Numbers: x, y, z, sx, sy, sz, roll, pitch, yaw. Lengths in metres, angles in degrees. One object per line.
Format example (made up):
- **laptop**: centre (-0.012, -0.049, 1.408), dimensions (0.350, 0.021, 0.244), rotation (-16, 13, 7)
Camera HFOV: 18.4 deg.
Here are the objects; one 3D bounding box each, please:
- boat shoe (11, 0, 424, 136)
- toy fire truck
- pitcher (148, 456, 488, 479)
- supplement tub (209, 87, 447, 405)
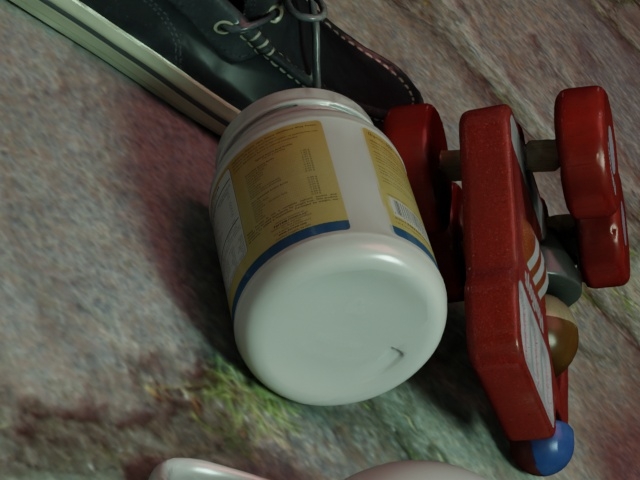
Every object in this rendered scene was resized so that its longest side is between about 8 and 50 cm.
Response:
- **boat shoe**: centre (-0.077, -0.198, 1.560), dimensions (0.500, 0.156, 0.187), rotation (30, 25, -35)
- **toy fire truck**: centre (0.149, 0.039, 1.505), dimensions (0.302, 0.169, 0.254), rotation (64, 24, -60)
- **pitcher**: centre (0.014, 0.178, 1.146), dimensions (0.207, 0.125, 0.178), rotation (1, 32, -44)
- **supplement tub**: centre (0.000, 0.000, 1.364), dimensions (0.144, 0.144, 0.200), rotation (30, 27, -31)
